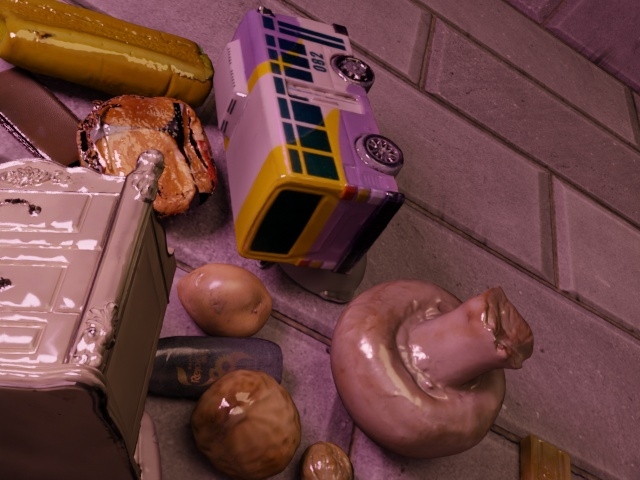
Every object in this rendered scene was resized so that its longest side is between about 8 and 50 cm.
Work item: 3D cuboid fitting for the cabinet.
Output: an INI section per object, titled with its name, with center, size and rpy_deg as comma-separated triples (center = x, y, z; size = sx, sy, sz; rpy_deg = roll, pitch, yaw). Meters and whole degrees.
[cabinet]
center = -0.325, 0.071, 0.727
size = 0.290, 0.227, 0.318
rpy_deg = 2, 48, 0

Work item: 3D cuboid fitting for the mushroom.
[mushroom]
center = 0.171, 0.173, 1.013
size = 0.298, 0.290, 0.297
rpy_deg = 20, 46, -22

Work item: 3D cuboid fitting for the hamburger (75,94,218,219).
[hamburger]
center = -0.279, -0.130, 1.065
size = 0.231, 0.107, 0.230
rpy_deg = 16, 63, -36

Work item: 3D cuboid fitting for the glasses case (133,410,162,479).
[glasses case]
center = -0.219, 0.338, 0.737
size = 0.075, 0.113, 0.296
rpy_deg = 10, 52, -26

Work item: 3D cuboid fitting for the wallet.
[wallet]
center = -0.450, -0.194, 1.063
size = 0.198, 0.031, 0.110
rpy_deg = 43, 44, 2

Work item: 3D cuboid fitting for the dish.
[dish]
center = 0.000, 0.000, 1.189
size = 0.246, 0.078, 0.224
rpy_deg = 2, 56, -33

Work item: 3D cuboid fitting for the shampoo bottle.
[shampoo bottle]
center = -0.166, 0.179, 0.939
size = 0.234, 0.049, 0.087
rpy_deg = 8, 81, -31

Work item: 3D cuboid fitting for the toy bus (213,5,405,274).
[toy bus]
center = -0.043, -0.183, 1.115
size = 0.249, 0.209, 0.439
rpy_deg = 8, 50, -25

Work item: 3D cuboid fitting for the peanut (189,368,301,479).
[peanut]
center = -0.097, 0.251, 0.896
size = 0.140, 0.109, 0.159
rpy_deg = -41, 109, -18

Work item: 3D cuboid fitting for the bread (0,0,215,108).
[bread]
center = -0.372, -0.317, 1.154
size = 0.384, 0.112, 0.166
rpy_deg = 8, 42, -32

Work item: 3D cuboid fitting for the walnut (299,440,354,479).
[walnut]
center = 0.009, 0.328, 0.930
size = 0.092, 0.092, 0.092
rpy_deg = 19, 47, -22

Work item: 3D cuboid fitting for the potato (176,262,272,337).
[potato]
center = -0.141, 0.088, 1.001
size = 0.147, 0.112, 0.112
rpy_deg = 25, 45, -26

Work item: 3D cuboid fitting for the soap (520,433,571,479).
[soap]
center = 0.382, 0.461, 1.115
size = 0.092, 0.037, 0.252
rpy_deg = 28, 45, -12
